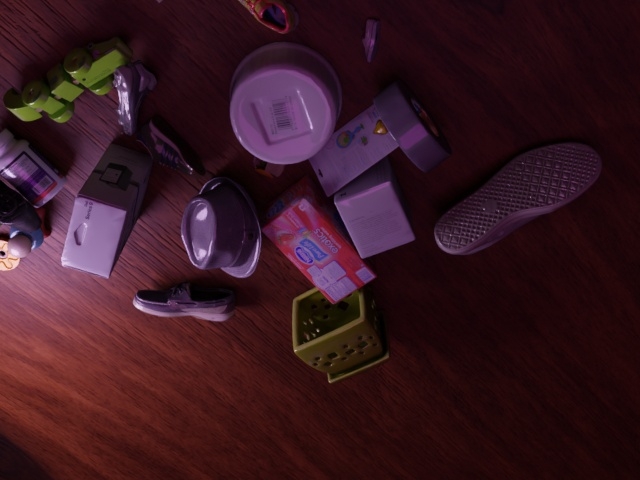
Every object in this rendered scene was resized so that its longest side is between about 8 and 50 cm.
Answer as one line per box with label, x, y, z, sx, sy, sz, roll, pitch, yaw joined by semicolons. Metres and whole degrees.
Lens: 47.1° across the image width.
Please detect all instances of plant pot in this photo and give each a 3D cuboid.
plant pot;0.068;0.250;2.036;0.228;0.227;0.207;-26;123;16

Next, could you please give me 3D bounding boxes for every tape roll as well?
tape roll;0.216;-0.267;1.714;0.072;0.219;0.219;-35;114;20

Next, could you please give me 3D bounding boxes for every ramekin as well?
ramekin;-0.085;-0.316;1.741;0.277;0.135;0.277;0;122;1

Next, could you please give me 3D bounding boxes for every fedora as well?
fedora;-0.269;-0.020;1.868;0.243;0.124;0.275;34;125;30

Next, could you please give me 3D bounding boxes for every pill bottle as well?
pill bottle;-0.748;-0.185;1.851;0.108;0.108;0.193;-32;115;19

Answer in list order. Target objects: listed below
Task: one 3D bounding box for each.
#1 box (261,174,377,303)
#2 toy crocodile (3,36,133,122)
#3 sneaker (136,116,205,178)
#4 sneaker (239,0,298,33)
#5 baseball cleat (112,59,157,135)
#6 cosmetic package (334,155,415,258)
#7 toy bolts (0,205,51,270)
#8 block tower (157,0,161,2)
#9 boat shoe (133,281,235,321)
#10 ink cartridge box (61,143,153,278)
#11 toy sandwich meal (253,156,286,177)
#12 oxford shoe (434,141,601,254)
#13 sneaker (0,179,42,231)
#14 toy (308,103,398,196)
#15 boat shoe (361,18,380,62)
box;0.000;0.000;1.926;0.154;0.142;0.300;-35;114;20
toy crocodile;-0.597;-0.380;1.738;0.340;0.105;0.115;-29;156;15
sneaker;-0.383;-0.219;1.853;0.086;0.064;0.192;-30;116;26
sneaker;-0.135;-0.536;1.631;0.208;0.094;0.081;33;118;-16
baseball cleat;-0.440;-0.341;1.770;0.109;0.072;0.206;-29;155;-27
cosmetic package;0.136;-0.086;1.866;0.151;0.151;0.184;-20;120;13
toy bolts;-0.839;0.014;1.944;0.228;0.158;0.218;-5;121;4
block tower;-0.246;-0.654;1.564;0.335;0.091;0.097;-34;114;19
boat shoe;-0.377;0.161;2.062;0.285;0.103;0.092;9;116;-8
ink cartridge box;-0.518;-0.076;1.806;0.121;0.289;0.211;18;120;-9
toy sandwich meal;-0.131;-0.195;1.876;0.085;0.029;0.086;1;121;1
oxford shoe;0.496;-0.103;1.871;0.449;0.169;0.130;-32;160;11
sneaker;-0.820;-0.103;1.860;0.109;0.286;0.130;-49;156;-10
toy;0.092;-0.223;1.819;0.237;0.137;0.056;-36;153;22
boat shoe;0.114;-0.465;1.708;0.035;0.035;0.100;21;128;21
